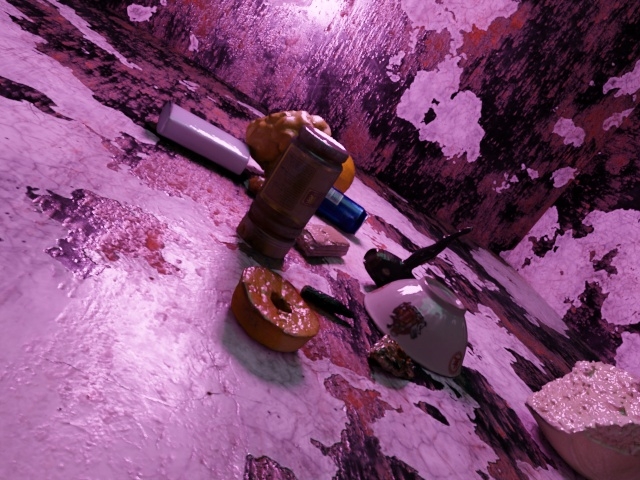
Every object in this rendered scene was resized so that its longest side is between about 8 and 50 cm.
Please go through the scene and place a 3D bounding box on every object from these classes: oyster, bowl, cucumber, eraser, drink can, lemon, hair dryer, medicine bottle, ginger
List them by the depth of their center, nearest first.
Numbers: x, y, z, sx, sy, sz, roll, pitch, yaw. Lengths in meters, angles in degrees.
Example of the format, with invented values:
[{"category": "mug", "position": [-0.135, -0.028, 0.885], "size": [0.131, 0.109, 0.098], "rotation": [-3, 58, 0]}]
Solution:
[{"category": "oyster", "position": [0.165, 0.266, 1.184], "size": [0.177, 0.056, 0.105], "rotation": [26, 27, -42]}, {"category": "cucumber", "position": [0.025, 0.157, 1.239], "size": [0.163, 0.043, 0.039], "rotation": [30, 55, -12]}, {"category": "medicine bottle", "position": [-0.070, -0.123, 1.313], "size": [0.151, 0.322, 0.151], "rotation": [31, 18, -11]}, {"category": "bowl", "position": [0.299, 0.202, 1.424], "size": [0.337, 0.157, 0.337], "rotation": [33, 17, -11]}, {"category": "hair dryer", "position": [0.332, 0.072, 1.544], "size": [0.304, 0.359, 0.120], "rotation": [38, 37, -23]}, {"category": "eraser", "position": [-0.378, -0.332, 1.668], "size": [0.290, 0.104, 0.189], "rotation": [27, 14, -26]}, {"category": "ginger", "position": [-0.157, -0.161, 1.672], "size": [0.103, 0.073, 0.162], "rotation": [44, 18, 23]}, {"category": "drink can", "position": [0.072, -0.114, 1.906], "size": [0.205, 0.118, 0.118], "rotation": [36, 17, 0]}, {"category": "lemon", "position": [0.019, -0.288, 2.085], "size": [0.236, 0.236, 0.263], "rotation": [43, -11, 24]}]

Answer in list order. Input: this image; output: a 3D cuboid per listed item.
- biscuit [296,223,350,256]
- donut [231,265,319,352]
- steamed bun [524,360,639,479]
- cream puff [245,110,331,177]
[{"category": "biscuit", "position": [0.000, 0.000, 1.560], "size": [0.108, 0.062, 0.239], "rotation": [43, 19, 24]}, {"category": "donut", "position": [-0.094, 0.139, 1.000], "size": [0.190, 0.074, 0.174], "rotation": [43, 17, 12]}, {"category": "steamed bun", "position": [0.684, 0.472, 1.343], "size": [0.272, 0.273, 0.290], "rotation": [-7, 11, 9]}, {"category": "cream puff", "position": [-0.105, -0.290, 1.802], "size": [0.291, 0.257, 0.324], "rotation": [-6, -8, -12]}]
